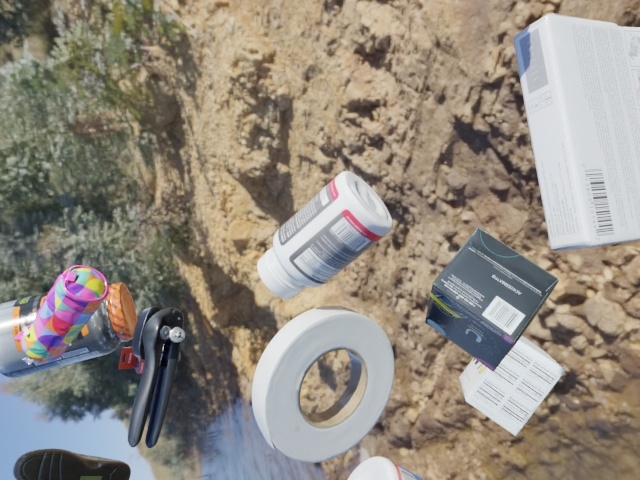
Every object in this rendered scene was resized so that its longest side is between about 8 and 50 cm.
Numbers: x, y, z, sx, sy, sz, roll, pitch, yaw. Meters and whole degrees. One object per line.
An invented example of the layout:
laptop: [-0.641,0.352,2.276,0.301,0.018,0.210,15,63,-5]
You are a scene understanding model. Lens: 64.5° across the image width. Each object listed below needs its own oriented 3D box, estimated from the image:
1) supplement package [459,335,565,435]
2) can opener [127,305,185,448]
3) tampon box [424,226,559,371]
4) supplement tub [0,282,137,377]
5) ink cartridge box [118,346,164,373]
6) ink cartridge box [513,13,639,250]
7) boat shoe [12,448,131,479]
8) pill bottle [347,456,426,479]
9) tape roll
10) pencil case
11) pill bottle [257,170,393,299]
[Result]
supplement package: [0.487,0.350,1.320,0.203,0.149,0.194,-56,-7,7]
can opener: [-0.219,0.180,0.682,0.073,0.059,0.186,-19,64,47]
tampon box: [0.221,0.085,0.682,0.120,0.101,0.161,36,163,23]
supplement tub: [-0.695,0.234,1.389,0.207,0.337,0.207,166,90,-81]
ink cartridge box: [-0.416,0.284,1.209,0.029,0.115,0.063,35,114,49]
ink cartridge box: [0.406,-0.145,0.692,0.066,0.261,0.297,162,102,-66]
boat shoe: [-0.422,0.388,0.854,0.072,0.190,0.068,-4,61,46]
pill bottle: [0.139,0.390,0.667,0.124,0.221,0.124,-51,14,18]
tape roll: [0.016,0.357,1.265,0.072,0.391,0.392,18,114,56]
pencil case: [-0.528,0.153,1.033,0.236,0.104,0.104,-45,43,24]
pill bottle: [0.000,0.000,1.202,0.318,0.176,0.176,-40,47,23]
